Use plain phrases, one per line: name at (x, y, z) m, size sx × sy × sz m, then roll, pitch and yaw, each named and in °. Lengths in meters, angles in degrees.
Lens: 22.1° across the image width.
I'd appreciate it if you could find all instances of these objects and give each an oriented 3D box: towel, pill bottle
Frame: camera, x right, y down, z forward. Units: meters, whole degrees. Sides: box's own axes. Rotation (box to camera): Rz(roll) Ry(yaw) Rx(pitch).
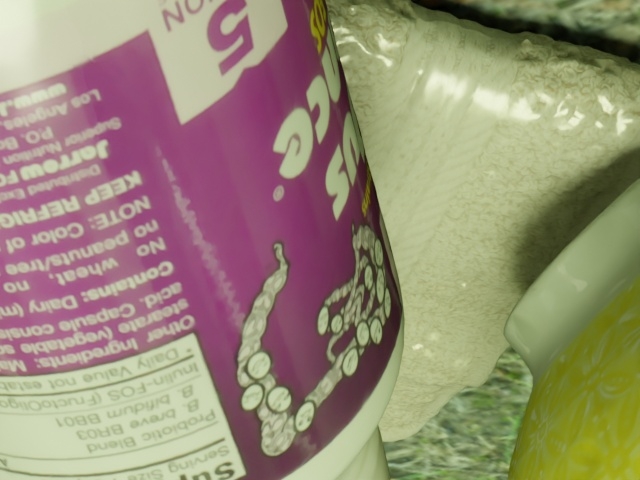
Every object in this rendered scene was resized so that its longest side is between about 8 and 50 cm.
towel at (0.000, 0.000, 0.683) m, size 0.187 × 0.049 × 0.282 m, roll 14°, pitch 143°, yaw -12°
pill bottle at (-0.065, -0.006, 0.516) m, size 0.169 × 0.169 × 0.301 m, roll -4°, pitch 133°, yaw 14°

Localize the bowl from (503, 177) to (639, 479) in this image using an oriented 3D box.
bowl at (0.163, 0.052, 0.613) m, size 0.156 × 0.289 × 0.289 m, roll 48°, pitch 146°, yaw 15°
